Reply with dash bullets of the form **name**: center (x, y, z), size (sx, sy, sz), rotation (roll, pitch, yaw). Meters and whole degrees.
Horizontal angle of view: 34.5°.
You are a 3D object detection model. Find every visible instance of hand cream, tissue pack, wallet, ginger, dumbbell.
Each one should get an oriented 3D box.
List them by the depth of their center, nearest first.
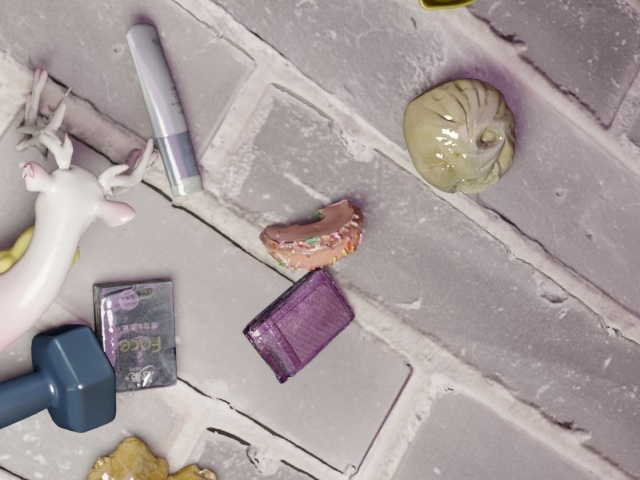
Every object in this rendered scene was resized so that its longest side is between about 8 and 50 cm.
- **dumbbell**: center (-0.428, 0.220, 1.334), size (0.316, 0.143, 0.157), rotation (-20, 129, -34)
- **ginger**: center (-0.309, 0.373, 1.469), size (0.333, 0.081, 0.148), rotation (-20, 115, -21)
- **tissue pack**: center (-0.267, 0.137, 1.489), size (0.112, 0.051, 0.156), rotation (-3, 93, -25)
- **hand cream**: center (-0.225, -0.189, 1.492), size (0.048, 0.079, 0.255), rotation (-13, 99, 18)
- **wallet**: center (-0.030, 0.131, 1.603), size (0.166, 0.030, 0.111), rotation (-41, 106, -18)

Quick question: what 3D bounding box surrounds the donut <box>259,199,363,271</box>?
- **donut**: center (0.000, 0.000, 1.567), size (0.166, 0.117, 0.065), rotation (-20, 117, -13)

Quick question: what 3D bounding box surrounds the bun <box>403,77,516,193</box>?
- **bun**: center (0.234, -0.164, 1.658), size (0.178, 0.128, 0.193), rotation (-19, 101, -23)

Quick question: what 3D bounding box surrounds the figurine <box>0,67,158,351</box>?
- **figurine**: center (-0.369, -0.052, 1.360), size (0.315, 0.284, 0.206), rotation (-41, 119, 8)

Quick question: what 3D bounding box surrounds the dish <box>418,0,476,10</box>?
- **dish**: center (0.204, -0.452, 1.661), size (0.148, 0.080, 0.208), rotation (37, 79, -16)
